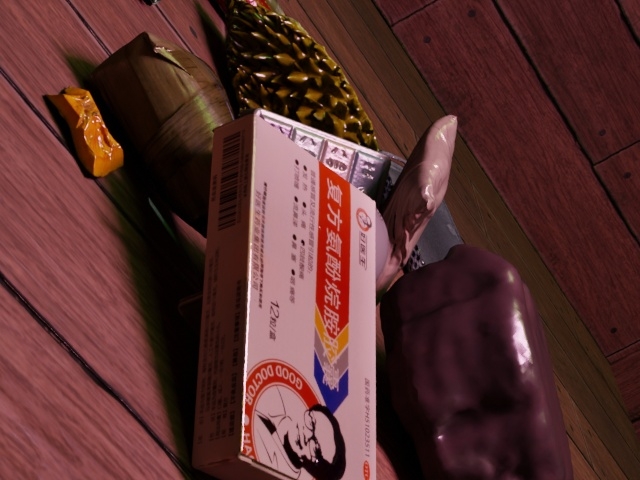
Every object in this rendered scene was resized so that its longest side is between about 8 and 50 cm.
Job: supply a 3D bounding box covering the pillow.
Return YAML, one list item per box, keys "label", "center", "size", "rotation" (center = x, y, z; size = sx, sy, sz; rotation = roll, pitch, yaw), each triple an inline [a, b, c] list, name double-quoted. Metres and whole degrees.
- label: "pillow"
  center: [0.105, -0.024, 1.867]
  size: [0.067, 0.270, 0.173]
  rotation: [25, 39, -4]

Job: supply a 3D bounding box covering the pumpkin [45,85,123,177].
- label: "pumpkin"
  center: [-0.222, -0.112, 1.368]
  size: [0.101, 0.035, 0.073]
  rotation: [59, 12, 1]

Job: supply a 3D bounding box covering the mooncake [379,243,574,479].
- label: "mooncake"
  center: [0.213, 0.204, 1.881]
  size: [0.381, 0.212, 0.351]
  rotation: [57, 16, -54]

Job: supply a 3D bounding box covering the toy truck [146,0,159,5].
- label: "toy truck"
  center: [-0.234, -0.369, 1.762]
  size: [0.078, 0.080, 0.154]
  rotation: [-35, 96, -49]

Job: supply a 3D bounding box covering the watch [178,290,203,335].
- label: "watch"
  center: [-0.046, 0.080, 1.469]
  size: [0.268, 0.102, 0.165]
  rotation: [52, 36, -41]

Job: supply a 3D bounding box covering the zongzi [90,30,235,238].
- label: "zongzi"
  center: [-0.126, -0.105, 1.531]
  size: [0.221, 0.112, 0.242]
  rotation: [62, 13, 10]

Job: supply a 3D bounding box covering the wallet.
- label: "wallet"
  center: [0.191, 0.019, 2.481]
  size: [0.237, 0.075, 0.342]
  rotation: [26, 39, -56]

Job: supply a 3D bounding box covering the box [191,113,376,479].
- label: "box"
  center: [-0.027, 0.078, 1.369]
  size: [0.214, 0.069, 0.353]
  rotation: [34, 49, -45]

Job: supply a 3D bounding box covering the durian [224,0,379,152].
- label: "durian"
  center: [-0.026, -0.188, 1.966]
  size: [0.394, 0.163, 0.198]
  rotation: [58, 11, 11]

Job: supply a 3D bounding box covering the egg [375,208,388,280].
- label: "egg"
  center: [0.000, 0.000, 1.694]
  size: [0.198, 0.146, 0.146]
  rotation: [23, 40, -57]

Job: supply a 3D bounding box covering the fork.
- label: "fork"
  center: [-0.131, 0.028, 1.406]
  size: [0.235, 0.021, 0.039]
  rotation: [59, 7, -50]

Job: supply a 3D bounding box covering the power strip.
- label: "power strip"
  center: [-0.022, -0.070, 1.801]
  size: [0.215, 0.061, 0.145]
  rotation: [19, 81, -29]

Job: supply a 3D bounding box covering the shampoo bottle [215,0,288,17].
- label: "shampoo bottle"
  center: [-0.147, -0.409, 2.106]
  size: [0.314, 0.076, 0.118]
  rotation: [53, 19, -28]
